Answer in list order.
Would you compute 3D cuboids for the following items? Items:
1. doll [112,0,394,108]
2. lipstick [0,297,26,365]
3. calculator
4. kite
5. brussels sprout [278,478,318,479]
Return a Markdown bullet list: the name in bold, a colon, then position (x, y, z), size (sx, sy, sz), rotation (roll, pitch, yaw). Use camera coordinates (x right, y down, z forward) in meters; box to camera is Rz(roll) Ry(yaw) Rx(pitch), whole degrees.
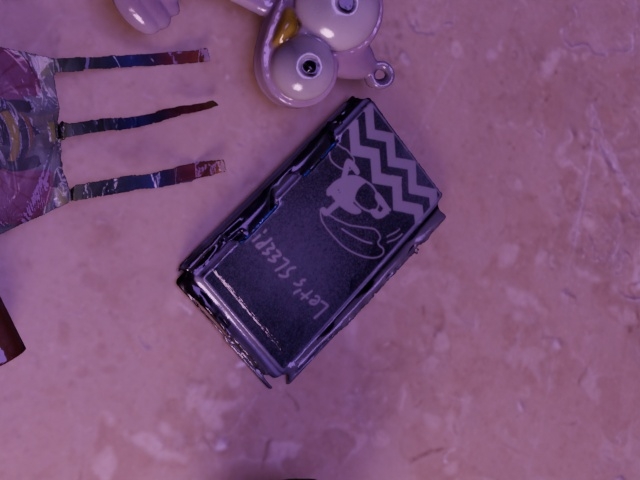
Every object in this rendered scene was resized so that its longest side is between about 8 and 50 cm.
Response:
- **doll**: position (-0.079, -0.235, 1.332), size (0.365, 0.094, 0.160), rotation (26, 80, -23)
- **lipstick**: position (-0.352, -0.053, 1.210), size (0.057, 0.057, 0.356), rotation (-28, 101, -24)
- **calculator**: position (0.000, 0.000, 1.403), size (0.274, 0.028, 0.165), rotation (-46, 111, -18)
- **kite**: position (-0.242, -0.092, 1.260), size (0.360, 0.022, 0.204), rotation (-8, 88, -37)
- **brussels sprout**: position (-0.029, 0.312, 1.318), size (0.161, 0.144, 0.180), rotation (-12, 118, -46)
